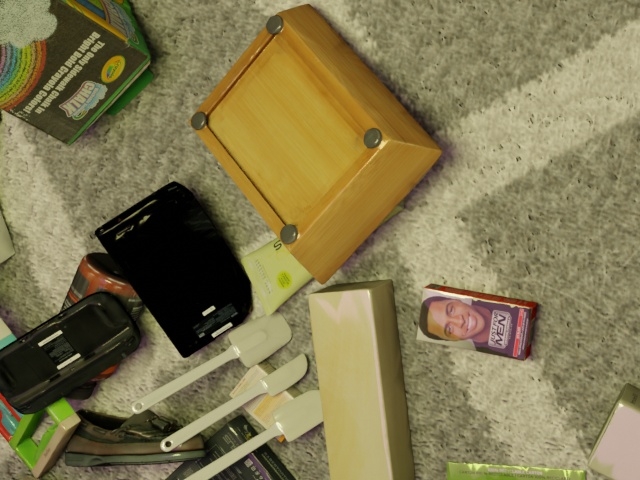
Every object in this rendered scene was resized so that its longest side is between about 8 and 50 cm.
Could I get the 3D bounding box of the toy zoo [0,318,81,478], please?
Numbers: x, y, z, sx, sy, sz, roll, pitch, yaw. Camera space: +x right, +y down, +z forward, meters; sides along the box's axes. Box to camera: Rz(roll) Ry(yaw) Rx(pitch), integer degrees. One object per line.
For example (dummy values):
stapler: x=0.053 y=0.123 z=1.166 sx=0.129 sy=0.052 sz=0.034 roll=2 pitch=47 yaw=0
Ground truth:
toy zoo: x=-0.468 y=0.191 z=1.651 sx=0.293 sy=0.030 sz=0.192 roll=49 pitch=140 yaw=9

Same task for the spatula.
spatula: x=-0.117 y=0.214 z=1.509 sx=0.242 sy=0.019 sz=0.168 roll=-29 pitch=81 yaw=-17

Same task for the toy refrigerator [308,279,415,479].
toy refrigerator: x=0.051 y=0.192 z=1.480 sx=0.094 sy=0.102 sz=0.270 roll=-5 pitch=94 yaw=20

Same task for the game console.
game console: x=-0.280 y=0.096 z=1.521 sx=0.361 sy=0.044 sz=0.213 roll=-32 pitch=110 yaw=-2

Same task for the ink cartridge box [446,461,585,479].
ink cartridge box: x=0.238 y=0.420 z=1.439 sx=0.188 sy=0.097 sz=0.255 roll=0 pitch=96 yaw=20

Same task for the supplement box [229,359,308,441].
supplement box: x=-0.066 y=0.217 z=1.558 sx=0.098 sy=0.036 sz=0.062 roll=42 pitch=106 yaw=10

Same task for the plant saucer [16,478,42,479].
plant saucer: x=-0.413 y=0.447 z=1.705 sx=0.198 sy=0.036 sz=0.199 roll=2 pitch=96 yaw=19

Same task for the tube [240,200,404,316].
tube: x=0.000 y=0.000 z=1.502 sx=0.240 sy=0.070 sz=0.062 roll=-35 pitch=115 yaw=22

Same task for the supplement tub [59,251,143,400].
supplement tub: x=-0.319 y=0.123 z=1.602 sx=0.106 sy=0.106 sz=0.198 roll=29 pitch=104 yaw=15

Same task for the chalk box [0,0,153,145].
chalk box: x=-0.355 y=-0.266 z=1.514 sx=0.180 sy=0.289 sz=0.179 roll=-41 pitch=49 yaw=16

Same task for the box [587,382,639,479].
box: x=0.460 y=0.277 z=1.339 sx=0.275 sy=0.113 sz=0.094 roll=27 pitch=103 yaw=14

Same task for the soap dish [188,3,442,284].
soap dish: x=-0.019 y=-0.128 z=1.429 sx=0.229 sy=0.118 sz=0.291 roll=-47 pitch=62 yaw=17

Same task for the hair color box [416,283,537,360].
hair color box: x=0.198 y=0.102 z=1.450 sx=0.141 sy=0.043 sz=0.072 roll=9 pitch=99 yaw=19

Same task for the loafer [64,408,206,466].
loafer: x=-0.265 y=0.268 z=1.580 sx=0.267 sy=0.096 sz=0.084 roll=-12 pitch=77 yaw=40

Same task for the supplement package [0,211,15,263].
supplement package: x=-0.628 y=-0.007 z=1.645 sx=0.292 sy=0.177 sz=0.175 roll=-10 pitch=106 yaw=20

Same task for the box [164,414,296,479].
box: x=-0.106 y=0.387 z=1.577 sx=0.183 sy=0.059 sz=0.233 roll=-44 pitch=81 yaw=17
